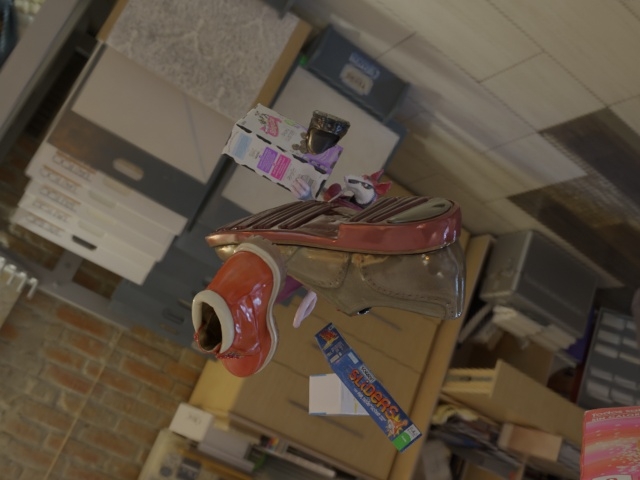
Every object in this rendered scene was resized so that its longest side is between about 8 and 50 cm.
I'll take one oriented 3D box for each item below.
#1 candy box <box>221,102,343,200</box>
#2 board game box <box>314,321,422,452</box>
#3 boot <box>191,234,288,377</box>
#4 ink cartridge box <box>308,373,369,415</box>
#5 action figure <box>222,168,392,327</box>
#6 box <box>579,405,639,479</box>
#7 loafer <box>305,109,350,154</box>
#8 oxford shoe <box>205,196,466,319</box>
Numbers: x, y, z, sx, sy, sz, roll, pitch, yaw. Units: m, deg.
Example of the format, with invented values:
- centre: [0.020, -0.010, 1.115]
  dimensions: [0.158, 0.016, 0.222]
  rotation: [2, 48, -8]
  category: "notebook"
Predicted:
- centre: [-0.068, -0.171, 1.303]
  dimensions: [0.196, 0.165, 0.070]
  rotation: [28, 117, -2]
  category: "candy box"
- centre: [0.055, 0.182, 0.882]
  dimensions: [0.136, 0.035, 0.201]
  rotation: [51, 177, -6]
  category: "board game box"
- centre: [-0.076, 0.075, 0.568]
  dimensions: [0.059, 0.084, 0.158]
  rotation: [26, 136, 17]
  category: "boot"
- centre: [0.052, 0.361, 1.580]
  dimensions: [0.092, 0.090, 0.143]
  rotation: [-12, 160, 35]
  category: "ink cartridge box"
- centre: [0.000, 0.000, 1.338]
  dimensions: [0.370, 0.248, 0.276]
  rotation: [-33, 98, 21]
  category: "action figure"
- centre: [0.294, 0.162, 0.327]
  dimensions: [0.300, 0.154, 0.142]
  rotation: [-12, 180, 23]
  category: "box"
- centre: [0.007, -0.161, 1.049]
  dimensions: [0.062, 0.061, 0.170]
  rotation: [20, -176, -3]
  category: "loafer"
- centre: [0.001, 0.028, 0.757]
  dimensions: [0.348, 0.123, 0.130]
  rotation: [3, 112, 45]
  category: "oxford shoe"
